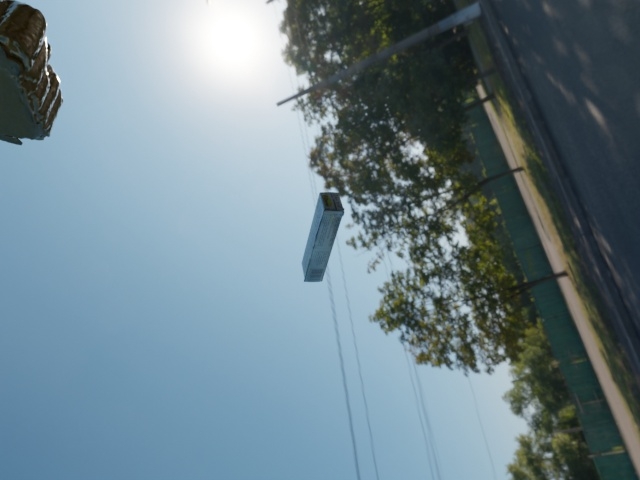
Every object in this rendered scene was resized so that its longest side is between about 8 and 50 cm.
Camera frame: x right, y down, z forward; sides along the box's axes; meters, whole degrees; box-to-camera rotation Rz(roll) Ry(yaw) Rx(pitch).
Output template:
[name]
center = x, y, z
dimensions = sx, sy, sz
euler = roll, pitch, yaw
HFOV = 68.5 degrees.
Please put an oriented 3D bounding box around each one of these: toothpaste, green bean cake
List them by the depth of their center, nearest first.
[toothpaste]
center = 0.000, 0.000, 0.748
dimensions = 0.046, 0.034, 0.164
euler = -104, 21, -44
[green bean cake]
center = -0.550, -0.282, 0.751
dimensions = 0.230, 0.224, 0.131
euler = 12, -125, -13
